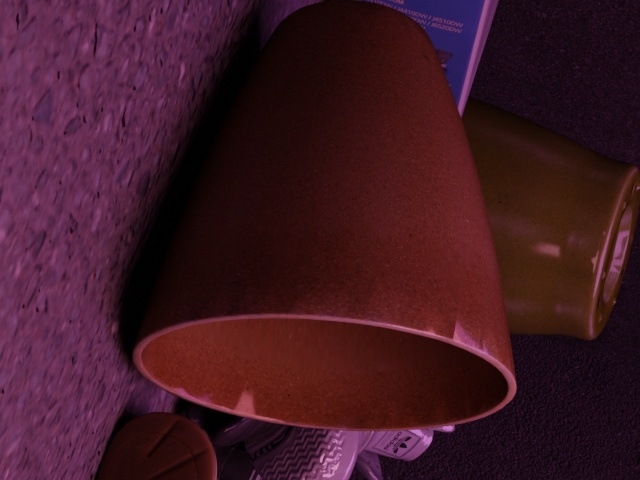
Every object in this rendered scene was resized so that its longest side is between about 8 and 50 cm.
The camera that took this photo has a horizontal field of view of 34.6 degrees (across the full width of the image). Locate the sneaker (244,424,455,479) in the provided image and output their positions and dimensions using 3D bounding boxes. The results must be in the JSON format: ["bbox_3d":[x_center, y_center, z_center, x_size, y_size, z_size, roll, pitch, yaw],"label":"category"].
[{"bbox_3d":[0.042,0.186,1.063,0.137,0.210,0.366,-46,-165,12],"label":"sneaker"}]

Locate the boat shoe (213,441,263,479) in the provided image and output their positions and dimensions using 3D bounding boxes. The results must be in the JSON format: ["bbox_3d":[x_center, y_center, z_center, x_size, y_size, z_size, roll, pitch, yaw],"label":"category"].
[{"bbox_3d":[-0.064,0.265,1.189,0.306,0.105,0.113,30,82,-76],"label":"boat shoe"}]

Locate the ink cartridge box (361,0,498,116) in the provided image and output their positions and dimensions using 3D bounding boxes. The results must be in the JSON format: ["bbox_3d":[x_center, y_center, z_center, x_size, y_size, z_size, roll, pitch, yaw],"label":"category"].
[{"bbox_3d":[0.115,-0.315,0.940,0.395,0.151,0.269,96,12,-65],"label":"ink cartridge box"}]

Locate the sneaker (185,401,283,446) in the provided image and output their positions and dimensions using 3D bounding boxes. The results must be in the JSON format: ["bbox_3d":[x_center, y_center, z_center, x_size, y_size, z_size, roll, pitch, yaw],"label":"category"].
[{"bbox_3d":[-0.038,0.046,0.864,0.130,0.109,0.286,-7,113,-76],"label":"sneaker"}]

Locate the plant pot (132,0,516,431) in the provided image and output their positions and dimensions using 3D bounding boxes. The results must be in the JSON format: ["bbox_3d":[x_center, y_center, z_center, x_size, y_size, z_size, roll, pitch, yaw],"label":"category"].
[{"bbox_3d":[0.012,-0.023,0.693,0.237,0.237,0.254,93,2,-65],"label":"plant pot"}]

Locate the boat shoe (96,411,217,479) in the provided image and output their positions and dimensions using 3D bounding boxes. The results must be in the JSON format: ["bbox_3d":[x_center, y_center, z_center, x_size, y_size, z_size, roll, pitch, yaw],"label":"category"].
[{"bbox_3d":[-0.124,0.260,0.685,0.089,0.105,0.285,69,39,-75],"label":"boat shoe"}]

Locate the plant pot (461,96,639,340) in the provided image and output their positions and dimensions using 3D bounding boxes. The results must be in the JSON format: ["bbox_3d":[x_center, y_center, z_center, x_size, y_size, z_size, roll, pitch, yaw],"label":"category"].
[{"bbox_3d":[0.234,-0.023,1.398,0.366,0.353,0.366,-45,142,-50],"label":"plant pot"}]
